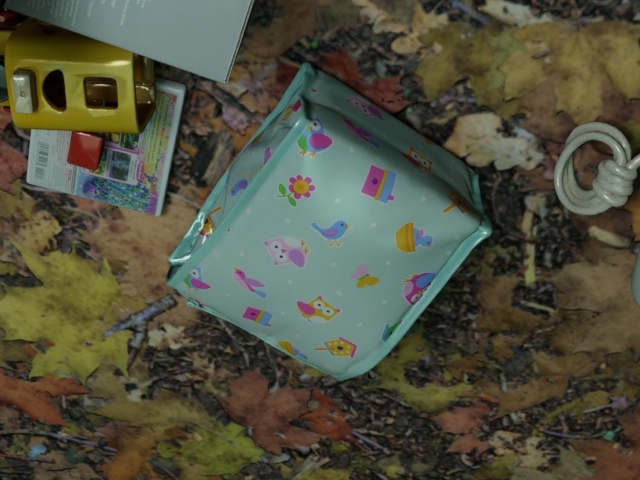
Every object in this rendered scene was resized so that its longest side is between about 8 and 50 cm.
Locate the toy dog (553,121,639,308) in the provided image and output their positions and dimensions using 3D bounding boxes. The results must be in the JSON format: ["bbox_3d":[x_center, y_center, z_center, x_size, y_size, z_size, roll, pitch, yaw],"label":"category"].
[{"bbox_3d":[0.367,-0.098,0.913,0.161,0.220,0.333,-7,142,-28],"label":"toy dog"}]

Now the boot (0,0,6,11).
[{"bbox_3d":[-0.159,-0.287,0.687,0.367,0.146,0.445,27,83,-2],"label":"boot"}]

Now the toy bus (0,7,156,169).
[{"bbox_3d":[-0.247,-0.149,0.961,0.191,0.104,0.202,42,113,-17],"label":"toy bus"}]

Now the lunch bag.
[{"bbox_3d":[0.000,0.000,1.032,0.223,0.160,0.262,30,119,-16],"label":"lunch bag"}]

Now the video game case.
[{"bbox_3d":[-0.217,-0.105,1.066,0.143,0.019,0.157,14,127,-4],"label":"video game case"}]

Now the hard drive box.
[{"bbox_3d":[-0.158,-0.239,0.856,0.232,0.181,0.089,18,127,-8],"label":"hard drive box"}]
